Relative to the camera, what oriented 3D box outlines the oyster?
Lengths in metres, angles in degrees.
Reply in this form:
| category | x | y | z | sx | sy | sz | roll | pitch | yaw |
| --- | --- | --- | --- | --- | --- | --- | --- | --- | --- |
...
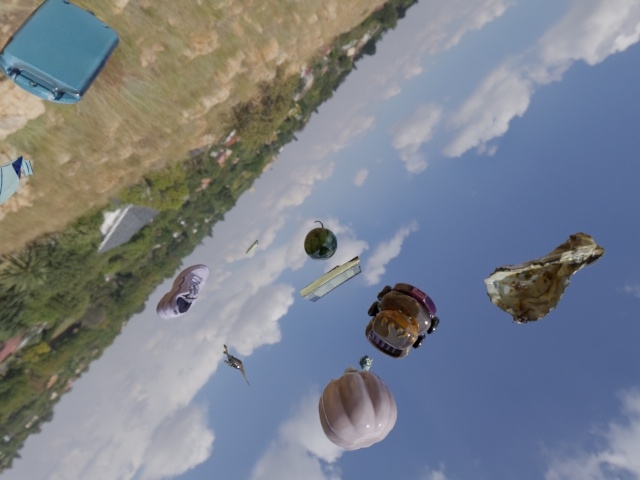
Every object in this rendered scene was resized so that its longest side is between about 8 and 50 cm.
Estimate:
| category | x | y | z | sx | sy | sz | roll | pitch | yaw |
| --- | --- | --- | --- | --- | --- | --- | --- | --- | --- |
| oyster | 0.634 | 0.095 | 1.222 | 0.133 | 0.197 | 0.337 | -51 | 177 | -48 |

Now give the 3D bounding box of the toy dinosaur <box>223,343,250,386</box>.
| category | x | y | z | sx | sy | sz | roll | pitch | yaw |
| --- | --- | --- | --- | --- | --- | --- | --- | --- | --- |
| toy dinosaur | -0.263 | 0.375 | 1.292 | 0.058 | 0.180 | 0.037 | 17 | -124 | 47 |

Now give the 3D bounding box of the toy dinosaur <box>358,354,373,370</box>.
| category | x | y | z | sx | sy | sz | roll | pitch | yaw |
| --- | --- | --- | --- | --- | --- | --- | --- | --- | --- |
| toy dinosaur | 0.162 | 0.444 | 1.520 | 0.030 | 0.047 | 0.083 | -18 | 144 | -29 |

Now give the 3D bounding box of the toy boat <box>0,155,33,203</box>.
| category | x | y | z | sx | sy | sz | roll | pitch | yaw |
| --- | --- | --- | --- | --- | --- | --- | --- | --- | --- |
| toy boat | -1.044 | -0.184 | 1.336 | 0.066 | 0.221 | 0.291 | -1 | -147 | 19 |

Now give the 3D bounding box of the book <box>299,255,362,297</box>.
| category | x | y | z | sx | sy | sz | roll | pitch | yaw |
| --- | --- | --- | --- | --- | --- | --- | --- | --- | --- |
| book | 0.031 | 0.098 | 1.052 | 0.157 | 0.026 | 0.231 | -31 | 168 | -1 |

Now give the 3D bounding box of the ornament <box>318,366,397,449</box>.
| category | x | y | z | sx | sy | sz | roll | pitch | yaw |
| --- | --- | --- | --- | --- | --- | --- | --- | --- | --- |
| ornament | 0.081 | 0.378 | 0.968 | 0.177 | 0.177 | 0.177 | -46 | -167 | 13 |

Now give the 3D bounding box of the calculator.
| category | x | y | z | sx | sy | sz | roll | pitch | yaw |
| --- | --- | --- | --- | --- | --- | --- | --- | --- | --- |
| calculator | -0.576 | -0.431 | 0.945 | 0.051 | 0.172 | 0.293 | -33 | -142 | 48 |

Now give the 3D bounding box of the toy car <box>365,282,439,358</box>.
| category | x | y | z | sx | sy | sz | roll | pitch | yaw |
| --- | --- | --- | --- | --- | --- | --- | --- | --- | --- |
| toy car | 0.304 | 0.350 | 1.706 | 0.240 | 0.271 | 0.341 | -42 | 161 | -48 |

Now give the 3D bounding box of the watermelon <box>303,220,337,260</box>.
| category | x | y | z | sx | sy | sz | roll | pitch | yaw |
| --- | --- | --- | --- | --- | --- | --- | --- | --- | --- |
| watermelon | 0.002 | 0.007 | 1.222 | 0.109 | 0.109 | 0.109 | -46 | -167 | 13 |

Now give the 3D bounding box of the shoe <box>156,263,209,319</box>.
| category | x | y | z | sx | sy | sz | roll | pitch | yaw |
| --- | --- | --- | --- | --- | --- | --- | --- | --- | --- |
| shoe | -0.476 | 0.181 | 1.525 | 0.137 | 0.095 | 0.245 | -4 | -138 | 45 |

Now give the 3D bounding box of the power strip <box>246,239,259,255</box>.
| category | x | y | z | sx | sy | sz | roll | pitch | yaw |
| --- | --- | --- | --- | --- | --- | --- | --- | --- | --- |
| power strip | -0.326 | 0.035 | 2.027 | 0.090 | 0.016 | 0.040 | -45 | -158 | 26 |
